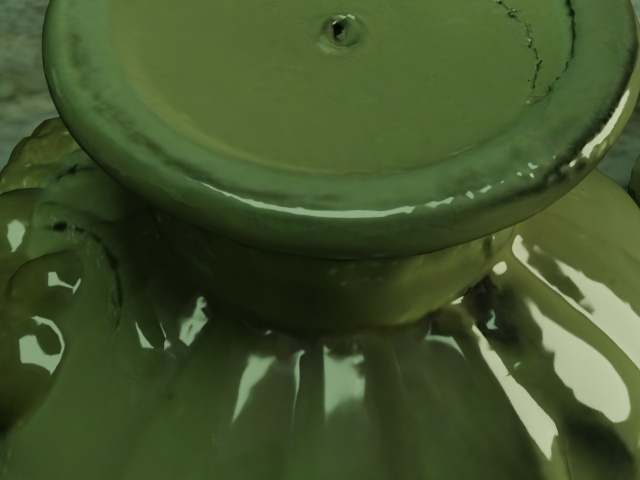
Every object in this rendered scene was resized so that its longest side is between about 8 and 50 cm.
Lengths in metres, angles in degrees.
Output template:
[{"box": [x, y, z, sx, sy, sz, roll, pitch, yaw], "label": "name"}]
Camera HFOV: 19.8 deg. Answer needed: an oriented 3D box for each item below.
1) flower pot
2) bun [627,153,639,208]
[{"box": [0.000, 0.000, 0.733, 0.307, 0.244, 0.307, 2, 44, -2], "label": "flower pot"}, {"box": [0.242, -0.015, 0.852, 0.210, 0.116, 0.237, -19, 64, -24], "label": "bun"}]
